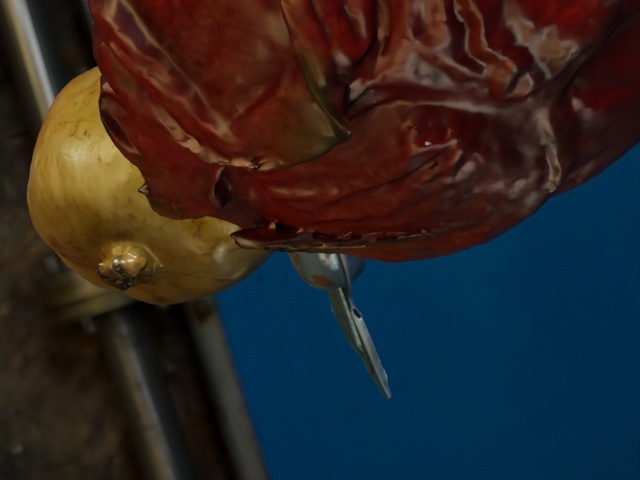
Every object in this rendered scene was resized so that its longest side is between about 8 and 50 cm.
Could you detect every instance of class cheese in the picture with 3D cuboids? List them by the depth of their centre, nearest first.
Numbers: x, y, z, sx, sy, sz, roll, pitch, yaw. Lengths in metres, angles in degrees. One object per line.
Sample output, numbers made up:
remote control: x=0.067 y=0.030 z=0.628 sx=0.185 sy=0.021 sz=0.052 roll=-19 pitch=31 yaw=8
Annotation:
cheese: x=0.000 y=0.000 z=1.167 sx=0.135 sy=0.052 sz=0.245 roll=-121 pitch=-171 yaw=-53

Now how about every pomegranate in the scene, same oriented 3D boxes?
pomegranate: x=-0.137 y=-0.052 z=1.409 sx=0.248 sy=0.248 sz=0.248 roll=50 pitch=-30 yaw=43

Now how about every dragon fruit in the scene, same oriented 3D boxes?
dragon fruit: x=-0.017 y=-0.135 z=0.803 sx=0.330 sy=0.302 sz=0.240 roll=37 pitch=24 yaw=-45
